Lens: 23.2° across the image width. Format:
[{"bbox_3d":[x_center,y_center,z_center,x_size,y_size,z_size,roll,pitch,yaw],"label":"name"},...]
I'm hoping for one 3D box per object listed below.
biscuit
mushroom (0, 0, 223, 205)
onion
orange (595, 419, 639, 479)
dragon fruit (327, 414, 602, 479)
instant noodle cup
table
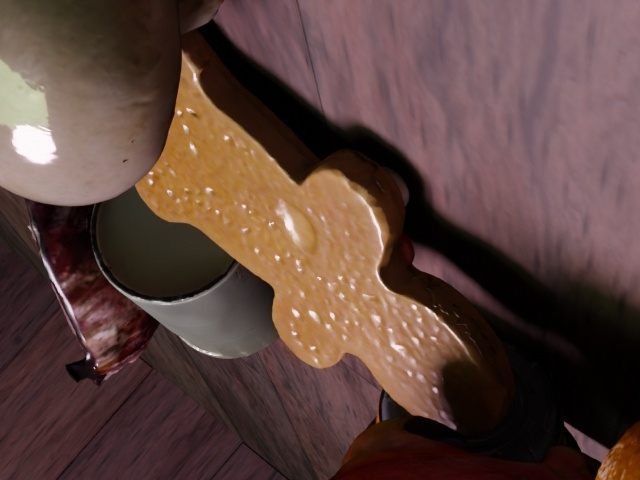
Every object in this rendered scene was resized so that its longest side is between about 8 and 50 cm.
[{"bbox_3d":[0.000,0.000,1.046,0.340,0.047,0.216,39,149,18],"label":"biscuit"},{"bbox_3d":[-0.149,-0.134,0.905,0.226,0.178,0.226,32,132,43],"label":"mushroom"},{"bbox_3d":[-0.208,-0.047,1.412,0.280,0.146,0.314,84,168,-47],"label":"onion"},{"bbox_3d":[0.226,0.168,0.805,0.193,0.161,0.193,36,169,8],"label":"orange"},{"bbox_3d":[0.097,0.247,0.969,0.290,0.290,0.189,36,-151,20],"label":"dragon fruit"},{"bbox_3d":[0.108,0.147,1.119,0.208,0.177,0.125,53,161,33],"label":"instant noodle cup"},{"bbox_3d":[-0.094,0.015,1.264,0.126,0.126,0.220,37,174,17],"label":"table"}]
